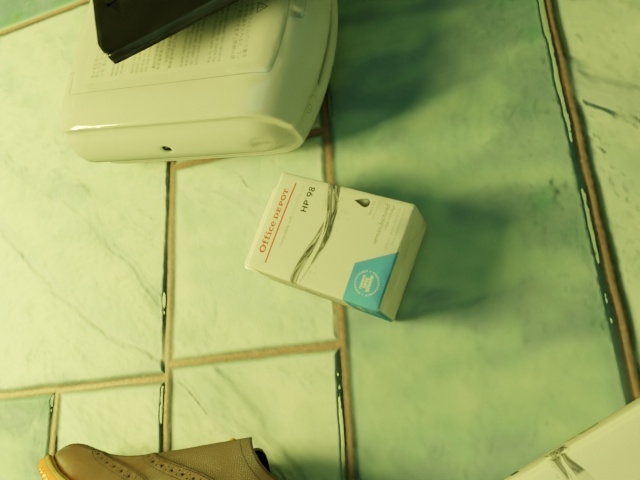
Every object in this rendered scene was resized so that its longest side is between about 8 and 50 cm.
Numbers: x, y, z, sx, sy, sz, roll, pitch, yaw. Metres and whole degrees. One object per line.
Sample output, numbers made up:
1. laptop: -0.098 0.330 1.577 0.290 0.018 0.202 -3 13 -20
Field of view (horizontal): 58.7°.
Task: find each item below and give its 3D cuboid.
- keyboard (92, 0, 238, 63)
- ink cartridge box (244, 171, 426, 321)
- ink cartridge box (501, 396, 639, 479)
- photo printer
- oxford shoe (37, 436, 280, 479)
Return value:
1. keyboard: -0.102 -0.311 0.599 0.316 0.033 0.202 -23 60 8
2. ink cartridge box: 0.000 0.000 0.561 0.180 0.060 0.104 16 81 25
3. ink cartridge box: 0.203 0.223 0.394 0.217 0.092 0.159 -36 64 10
4. photo printer: -0.129 -0.217 0.654 0.307 0.107 0.256 -1 72 21
5. oxford shoe: -0.113 0.245 0.521 0.363 0.130 0.133 9 45 31
